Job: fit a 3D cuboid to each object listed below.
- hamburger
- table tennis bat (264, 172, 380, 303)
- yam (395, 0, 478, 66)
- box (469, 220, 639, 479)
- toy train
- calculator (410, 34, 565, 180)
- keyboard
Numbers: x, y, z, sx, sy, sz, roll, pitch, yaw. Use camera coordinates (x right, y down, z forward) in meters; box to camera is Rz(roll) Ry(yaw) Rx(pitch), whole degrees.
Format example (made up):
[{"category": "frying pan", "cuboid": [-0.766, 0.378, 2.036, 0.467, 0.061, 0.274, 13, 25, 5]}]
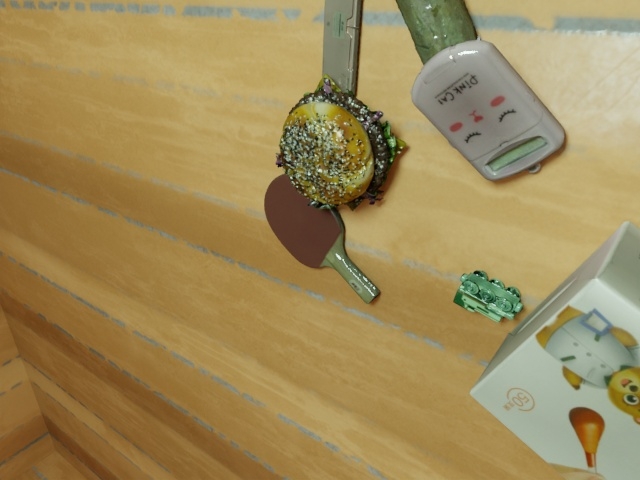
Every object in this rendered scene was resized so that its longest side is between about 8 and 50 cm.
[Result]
[{"category": "hamburger", "cuboid": [0.012, -0.111, 0.691, 0.164, 0.093, 0.189, 35, 138, 15]}, {"category": "table tennis bat", "cuboid": [0.000, 0.000, 0.827, 0.246, 0.022, 0.138, 48, 136, 12]}, {"category": "yam", "cuboid": [0.109, -0.264, 0.550, 0.068, 0.068, 0.169, -13, 113, 44]}, {"category": "box", "cuboid": [0.364, 0.181, 0.526, 0.341, 0.143, 0.225, 40, 134, 15]}, {"category": "toy train", "cuboid": [0.213, 0.074, 0.671, 0.083, 0.033, 0.053, 30, 135, 24]}, {"category": "calculator", "cuboid": [0.175, -0.130, 0.553, 0.175, 0.032, 0.100, 40, 138, -19]}, {"category": "keyboard", "cuboid": [0.029, -0.267, 0.653, 0.055, 0.017, 0.166, 26, 128, 34]}]
